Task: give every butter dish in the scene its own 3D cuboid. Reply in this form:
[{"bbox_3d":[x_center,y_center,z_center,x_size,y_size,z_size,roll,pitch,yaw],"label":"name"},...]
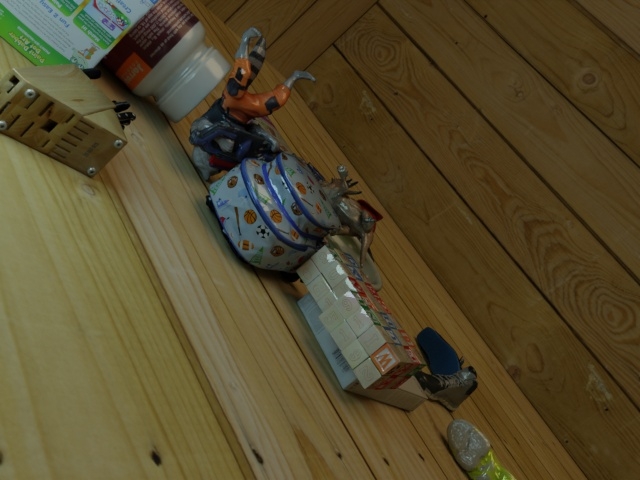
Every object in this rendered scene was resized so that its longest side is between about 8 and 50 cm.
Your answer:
[{"bbox_3d":[0.116,-0.045,2.247,0.160,0.160,0.118,36,42,-47],"label":"butter dish"}]

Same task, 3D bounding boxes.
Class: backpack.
[{"bbox_3d":[-0.099,-0.057,1.389,0.276,0.213,0.263,56,24,14],"label":"backpack"}]

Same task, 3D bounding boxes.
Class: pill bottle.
[{"bbox_3d":[-0.400,-0.463,1.470,0.392,0.224,0.224,44,14,-19],"label":"pill bottle"}]

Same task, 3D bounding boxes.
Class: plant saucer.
[{"bbox_3d":[0.000,0.000,1.761,0.400,0.100,0.400,47,13,-14],"label":"plant saucer"}]

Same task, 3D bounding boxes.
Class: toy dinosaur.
[{"bbox_3d":[0.075,-0.072,1.742,0.296,0.127,0.200,58,7,12],"label":"toy dinosaur"}]

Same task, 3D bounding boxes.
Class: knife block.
[{"bbox_3d":[-0.412,-0.227,1.056,0.275,0.088,0.242,31,21,-53],"label":"knife block"}]

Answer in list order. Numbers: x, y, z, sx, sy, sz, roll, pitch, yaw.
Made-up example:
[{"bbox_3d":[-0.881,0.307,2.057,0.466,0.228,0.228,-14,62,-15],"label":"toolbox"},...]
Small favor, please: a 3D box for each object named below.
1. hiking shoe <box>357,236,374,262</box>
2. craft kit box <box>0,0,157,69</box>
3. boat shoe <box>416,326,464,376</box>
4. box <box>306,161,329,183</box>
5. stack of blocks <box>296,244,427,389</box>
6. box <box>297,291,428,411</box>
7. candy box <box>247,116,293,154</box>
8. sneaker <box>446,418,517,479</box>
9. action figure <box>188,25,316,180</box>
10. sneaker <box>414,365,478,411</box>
[{"bbox_3d":[0.102,0.008,2.163,0.227,0.086,0.114,62,6,14],"label":"hiking shoe"},{"bbox_3d":[-0.449,-0.426,1.145,0.250,0.246,0.061,43,11,-30],"label":"craft kit box"},{"bbox_3d":[0.379,0.355,2.011,0.089,0.109,0.258,46,15,-29],"label":"boat shoe"},{"bbox_3d":[-0.006,-0.103,1.955,0.225,0.136,0.036,46,13,-15],"label":"box"},{"bbox_3d":[0.074,0.153,1.349,0.297,0.087,0.171,56,15,25],"label":"stack of blocks"},{"bbox_3d":[0.099,0.247,1.475,0.322,0.058,0.232,34,20,-52],"label":"box"},{"bbox_3d":[-0.171,-0.297,1.868,0.233,0.071,0.159,56,15,26],"label":"candy box"},{"bbox_3d":[0.386,0.540,1.591,0.240,0.091,0.126,55,-5,25],"label":"sneaker"},{"bbox_3d":[-0.162,-0.273,1.505,0.178,0.330,0.341,45,11,31],"label":"action figure"},{"bbox_3d":[0.346,0.370,1.783,0.228,0.132,0.086,37,18,-45],"label":"sneaker"}]
